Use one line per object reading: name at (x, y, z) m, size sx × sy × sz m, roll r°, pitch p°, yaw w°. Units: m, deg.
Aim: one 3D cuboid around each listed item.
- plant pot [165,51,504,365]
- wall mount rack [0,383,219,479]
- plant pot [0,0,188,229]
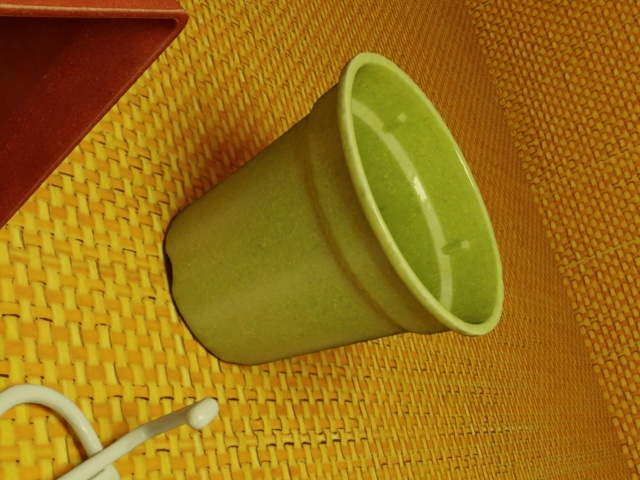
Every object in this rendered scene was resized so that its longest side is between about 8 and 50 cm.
plant pot at (0.000, 0.000, 0.837) m, size 0.276 × 0.254 × 0.276 m, roll 40°, pitch 37°, yaw -39°
wall mount rack at (-0.127, 0.253, 0.540) m, size 0.350 × 0.130 × 0.304 m, roll 64°, pitch 27°, yaw -1°
plant pot at (-0.285, -0.120, 0.448) m, size 0.235 × 0.267 × 0.267 m, roll 53°, pitch 27°, yaw 4°
